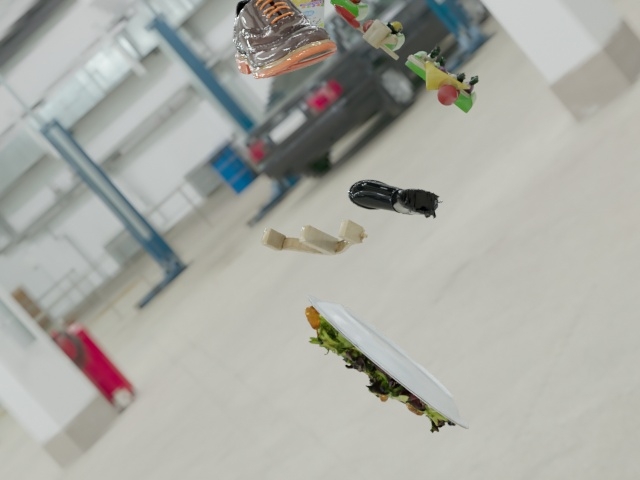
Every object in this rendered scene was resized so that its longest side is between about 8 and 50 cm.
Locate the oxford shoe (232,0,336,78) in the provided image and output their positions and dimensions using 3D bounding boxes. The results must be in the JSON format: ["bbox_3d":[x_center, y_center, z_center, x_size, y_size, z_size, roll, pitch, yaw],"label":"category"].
[{"bbox_3d":[-0.059,-0.262,1.726,0.097,0.098,0.271,-20,14,-18],"label":"oxford shoe"}]

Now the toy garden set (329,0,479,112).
[{"bbox_3d":[0.121,-0.270,1.893,0.049,0.244,0.204,-51,-1,14],"label":"toy garden set"}]

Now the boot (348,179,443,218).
[{"bbox_3d":[0.108,-0.060,1.987,0.099,0.121,0.045,-172,95,-77],"label":"boot"}]

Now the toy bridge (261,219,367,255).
[{"bbox_3d":[0.000,0.000,1.901,0.188,0.063,0.026,-5,65,49],"label":"toy bridge"}]

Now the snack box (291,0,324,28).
[{"bbox_3d":[-0.044,-0.378,2.238,0.100,0.037,0.141,-7,-19,-4],"label":"snack box"}]

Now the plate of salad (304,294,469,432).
[{"bbox_3d":[0.058,0.122,1.317,0.048,0.200,0.200,-51,7,1],"label":"plate of salad"}]
